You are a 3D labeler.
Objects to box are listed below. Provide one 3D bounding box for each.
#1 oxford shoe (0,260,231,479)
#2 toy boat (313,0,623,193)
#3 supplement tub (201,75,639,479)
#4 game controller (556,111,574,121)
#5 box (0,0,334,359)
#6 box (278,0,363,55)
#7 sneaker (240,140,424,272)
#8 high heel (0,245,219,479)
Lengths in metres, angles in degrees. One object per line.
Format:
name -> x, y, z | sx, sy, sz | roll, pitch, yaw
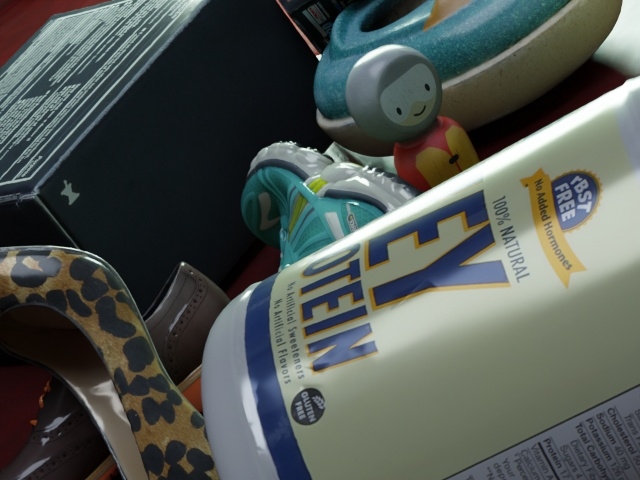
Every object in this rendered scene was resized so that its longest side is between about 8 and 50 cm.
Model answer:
oxford shoe -> -0.170, 0.123, 1.385 | 0.271, 0.098, 0.097 | -39, 7, -15
toy boat -> 0.094, -0.139, 1.488 | 0.267, 0.148, 0.318 | -25, 25, 24
supplement tub -> 0.133, 0.064, 0.931 | 0.324, 0.235, 0.235 | -29, 24, 16
game controller -> 0.198, -0.005, 1.193 | 0.166, 0.067, 0.319 | -26, 25, 22
box -> -0.181, -0.058, 1.664 | 0.294, 0.183, 0.296 | -7, 37, 50
box -> 0.059, -0.223, 1.665 | 0.175, 0.051, 0.220 | -33, -17, 6
sneaker -> 0.000, 0.000, 1.419 | 0.110, 0.107, 0.275 | -55, 22, -8
high heel -> -0.165, 0.104, 1.277 | 0.261, 0.093, 0.186 | 11, 58, 3
